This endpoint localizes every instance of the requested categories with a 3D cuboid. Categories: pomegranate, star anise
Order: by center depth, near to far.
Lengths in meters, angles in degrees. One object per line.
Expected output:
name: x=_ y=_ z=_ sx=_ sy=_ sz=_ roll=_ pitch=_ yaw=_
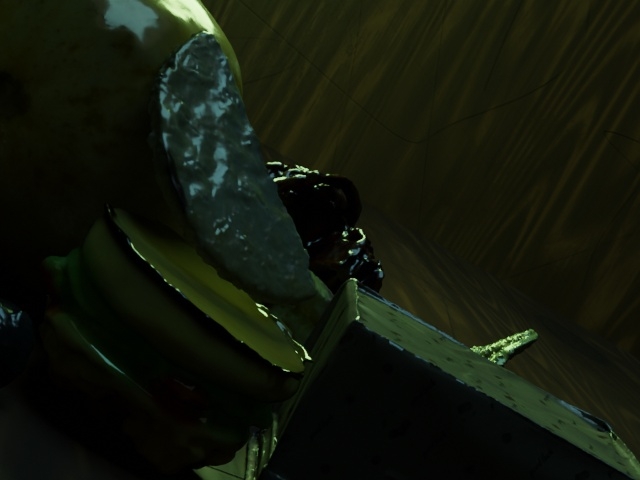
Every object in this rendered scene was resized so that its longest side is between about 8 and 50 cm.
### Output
pomegranate: x=-0.210 y=-0.100 z=1.706 sx=0.342 sy=0.342 sz=0.342 roll=31 pitch=8 yaw=-5
star anise: x=0.000 y=0.000 z=1.987 sx=0.220 sy=0.126 sz=0.190 roll=9 pitch=-59 yaw=63

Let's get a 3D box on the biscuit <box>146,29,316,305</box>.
biscuit: x=-0.088 y=-0.053 z=1.544 sx=0.133 sy=0.032 sz=0.250 roll=-20 pitch=88 yaw=-52

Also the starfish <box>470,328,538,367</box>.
starfish: x=0.097 y=0.178 z=1.983 sx=0.347 sy=0.078 sz=0.358 roll=15 pitch=30 yaw=3

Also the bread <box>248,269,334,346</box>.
bread: x=-0.138 y=0.013 z=1.901 sx=0.338 sy=0.155 sz=0.187 roll=37 pitch=4 yaw=38

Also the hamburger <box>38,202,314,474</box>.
hamburger: x=-0.134 y=0.088 z=1.495 sx=0.237 sy=0.149 sz=0.237 roll=39 pitch=9 yaw=-7

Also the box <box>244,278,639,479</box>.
box: x=0.107 y=0.195 z=1.595 sx=0.297 sy=0.190 sz=0.225 roll=31 pitch=7 yaw=-5

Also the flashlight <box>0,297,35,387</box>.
flashlight: x=-0.303 y=0.054 z=1.324 sx=0.093 sy=0.093 sz=0.232 roll=37 pitch=6 yaw=32
